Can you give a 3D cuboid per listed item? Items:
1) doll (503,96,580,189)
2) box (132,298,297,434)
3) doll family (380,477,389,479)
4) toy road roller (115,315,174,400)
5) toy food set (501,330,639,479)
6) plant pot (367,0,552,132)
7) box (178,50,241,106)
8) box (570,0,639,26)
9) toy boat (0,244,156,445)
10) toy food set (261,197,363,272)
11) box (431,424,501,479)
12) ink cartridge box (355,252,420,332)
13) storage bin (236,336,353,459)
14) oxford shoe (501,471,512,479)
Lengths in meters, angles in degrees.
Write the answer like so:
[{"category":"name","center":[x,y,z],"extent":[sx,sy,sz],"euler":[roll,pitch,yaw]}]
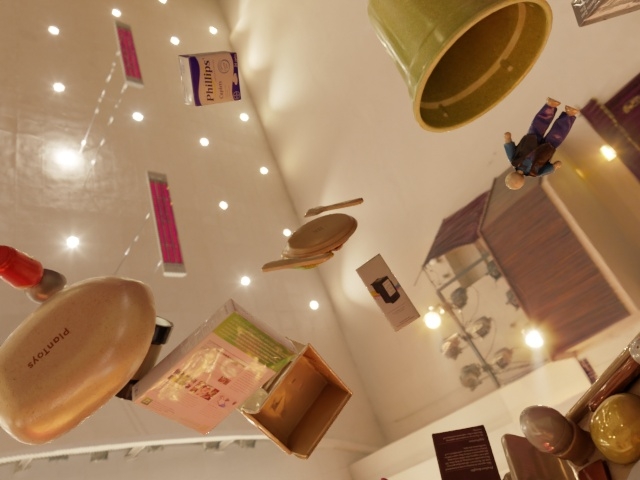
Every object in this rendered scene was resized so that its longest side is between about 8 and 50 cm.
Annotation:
[{"category":"doll","center":[0.432,-0.189,0.981],"extent":[0.129,0.189,0.046],"euler":[30,-153,15]},{"category":"box","center":[-0.246,0.309,1.157],"extent":[0.232,0.322,0.058],"euler":[45,-173,-37]},{"category":"doll family","center":[0.118,0.656,1.060],"extent":[0.118,0.263,0.163],"euler":[30,-140,10]},{"category":"toy road roller","center":[-0.540,0.234,1.187],"extent":[0.329,0.202,0.240],"euler":[20,177,45]},{"category":"toy food set","center":[0.299,0.168,0.473],"extent":[0.092,0.306,0.220],"euler":[27,-160,-2]},{"category":"plant pot","center":[0.223,-0.388,0.893],"extent":[0.276,0.276,0.254],"euler":[-4,-126,-45]},{"category":"box","center":[-0.289,-0.427,1.281],"extent":[0.137,0.126,0.072],"euler":[-20,-147,-31]},{"category":"box","center":[0.739,-0.614,1.073],"extent":[0.307,0.242,0.076],"euler":[29,-134,-81]},{"category":"toy boat","center":[-0.398,0.132,0.757],"extent":[0.267,0.148,0.318],"euler":[-42,-116,-13]},{"category":"toy food set","center":[0.000,0.000,0.767],"extent":[0.038,0.132,0.192],"euler":[65,-147,-23]},{"category":"box","center":[0.449,0.701,1.479],"extent":[0.203,0.168,0.167],"euler":[-94,-13,-45]},{"category":"ink cartridge box","center":[0.160,0.124,1.180],"extent":[0.175,0.072,0.127],"euler":[57,-176,6]},{"category":"storage bin","center":[-0.077,0.473,1.456],"extent":[0.260,0.123,0.262],"euler":[-50,-58,-23]},{"category":"oxford shoe","center":[0.623,0.622,1.215],"extent":[0.123,0.348,0.130],"euler":[-9,-86,-48]}]
